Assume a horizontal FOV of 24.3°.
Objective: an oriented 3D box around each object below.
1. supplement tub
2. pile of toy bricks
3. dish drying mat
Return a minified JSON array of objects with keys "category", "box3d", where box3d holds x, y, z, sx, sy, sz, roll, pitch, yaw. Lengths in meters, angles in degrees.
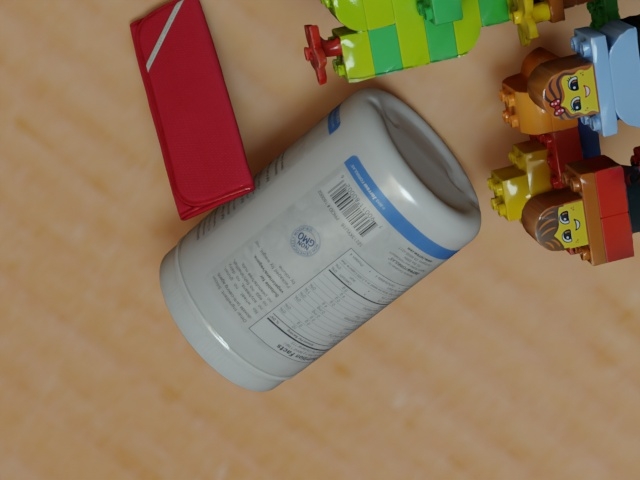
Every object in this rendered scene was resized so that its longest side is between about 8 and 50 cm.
[{"category":"supplement tub","box3d":[0.000,0.000,0.556,0.107,0.071,0.071,-38,101,22]},{"category":"pile of toy bricks","box3d":[0.043,-0.082,0.482,0.105,0.118,0.212,-14,109,-6]},{"category":"dish drying mat","box3d":[-0.049,-0.051,0.551,0.032,0.008,0.083,-23,69,16]}]
